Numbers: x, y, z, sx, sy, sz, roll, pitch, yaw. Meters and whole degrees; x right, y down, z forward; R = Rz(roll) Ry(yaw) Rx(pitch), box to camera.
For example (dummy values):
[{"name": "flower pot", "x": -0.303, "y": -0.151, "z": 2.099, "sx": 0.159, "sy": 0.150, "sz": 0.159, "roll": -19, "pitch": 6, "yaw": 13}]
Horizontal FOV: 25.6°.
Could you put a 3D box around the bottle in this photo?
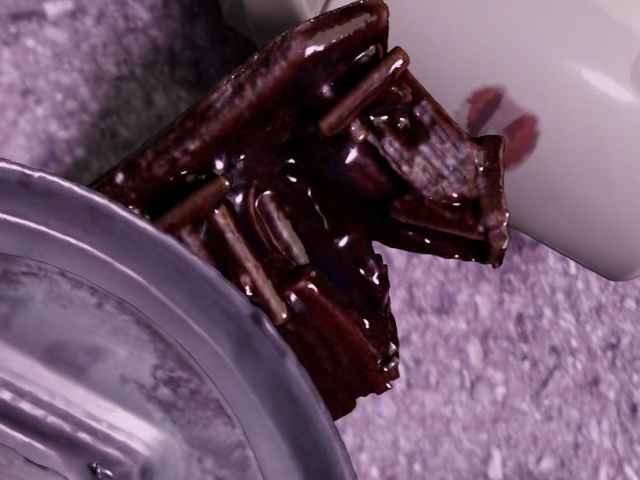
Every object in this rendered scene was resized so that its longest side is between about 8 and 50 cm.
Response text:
[{"name": "bottle", "x": 0.077, "y": -0.135, "z": 0.843, "sx": 0.351, "sy": 0.229, "sz": 0.229, "roll": 27, "pitch": 48, "yaw": -3}]

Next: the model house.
[{"name": "model house", "x": 0.001, "y": -0.003, "z": 0.721, "sx": 0.164, "sy": 0.203, "sz": 0.141, "roll": 58, "pitch": 20, "yaw": 14}]

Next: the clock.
[{"name": "clock", "x": -0.124, "y": 0.109, "z": 0.530, "sx": 0.318, "sy": 0.066, "sz": 0.319, "roll": 23, "pitch": 43, "yaw": -23}]
